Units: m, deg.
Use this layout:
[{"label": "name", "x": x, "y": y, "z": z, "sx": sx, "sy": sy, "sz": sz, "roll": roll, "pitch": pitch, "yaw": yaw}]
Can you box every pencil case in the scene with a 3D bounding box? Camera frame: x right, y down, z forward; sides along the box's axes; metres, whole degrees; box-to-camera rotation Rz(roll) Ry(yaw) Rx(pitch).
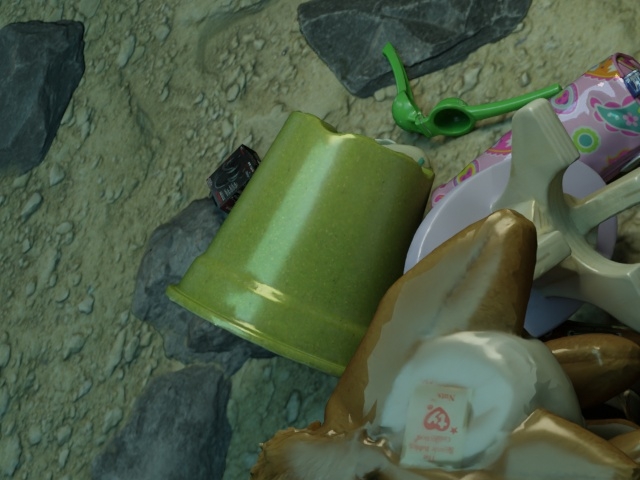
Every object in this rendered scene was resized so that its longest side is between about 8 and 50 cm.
[{"label": "pencil case", "x": 0.257, "y": -0.084, "z": 1.803, "sx": 0.284, "sy": 0.124, "sz": 0.124, "roll": -37, "pitch": 47, "yaw": 22}]

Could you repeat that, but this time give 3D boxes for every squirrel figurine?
[{"label": "squirrel figurine", "x": 0.140, "y": 0.230, "z": 1.503, "sx": 0.397, "sy": 0.370, "sz": 0.281, "roll": -34, "pitch": 59, "yaw": 9}]

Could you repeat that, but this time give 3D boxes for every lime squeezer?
[{"label": "lime squeezer", "x": 0.157, "y": -0.168, "z": 2.007, "sx": 0.110, "sy": 0.058, "sz": 0.310, "roll": -40, "pitch": 35, "yaw": -23}]

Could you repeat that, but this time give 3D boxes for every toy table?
[{"label": "toy table", "x": 0.228, "y": -0.003, "z": 1.615, "sx": 0.274, "sy": 0.252, "sz": 0.161, "roll": -46, "pitch": 10, "yaw": -30}]

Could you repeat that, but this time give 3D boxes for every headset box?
[{"label": "headset box", "x": -0.114, "y": -0.079, "z": 2.221, "sx": 0.083, "sy": 0.032, "sz": 0.062, "roll": -42, "pitch": 45, "yaw": 17}]

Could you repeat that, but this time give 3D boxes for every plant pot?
[{"label": "plant pot", "x": 0.000, "y": 0.000, "z": 1.870, "sx": 0.276, "sy": 0.276, "sz": 0.253, "roll": 26, "pitch": 93, "yaw": 48}]

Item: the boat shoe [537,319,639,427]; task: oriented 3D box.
[{"label": "boat shoe", "x": 0.212, "y": 0.127, "z": 1.743, "sx": 0.307, "sy": 0.110, "sz": 0.104, "roll": 9, "pitch": 63, "yaw": 31}]

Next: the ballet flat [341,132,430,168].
[{"label": "ballet flat", "x": 0.037, "y": -0.096, "z": 2.063, "sx": 0.248, "sy": 0.086, "sz": 0.086, "roll": 10, "pitch": 76, "yaw": 45}]
